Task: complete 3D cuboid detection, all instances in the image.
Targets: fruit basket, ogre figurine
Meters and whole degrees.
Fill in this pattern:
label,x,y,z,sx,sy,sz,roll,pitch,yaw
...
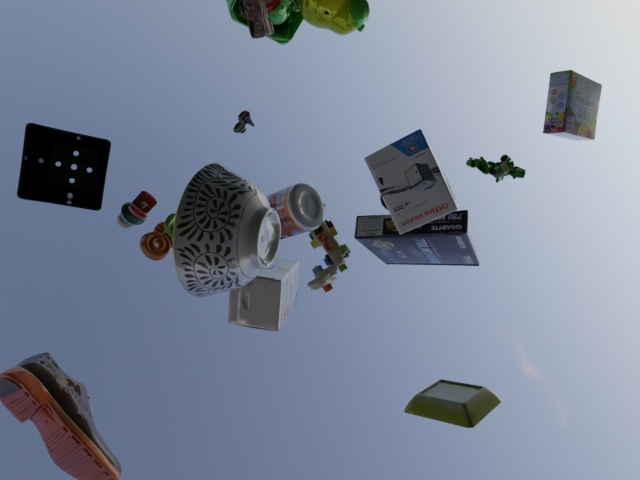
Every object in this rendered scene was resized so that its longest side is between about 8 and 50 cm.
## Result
label,x,y,z,sx,sy,sz,roll,pitch,yaw
fruit basket,-0.047,-0.695,1.133,0.283,0.392,0.392,-4,-120,-55
ogre figurine,0.622,-0.252,1.501,0.118,0.197,0.097,-7,-86,-51

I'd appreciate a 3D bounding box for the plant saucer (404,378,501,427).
label,x,y,z,sx,sy,sz,roll,pitch,yaw
plant saucer,0.342,0.412,1.119,0.188,0.188,0.045,-6,-89,-46

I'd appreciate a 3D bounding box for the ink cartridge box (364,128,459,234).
label,x,y,z,sx,sy,sz,roll,pitch,yaw
ink cartridge box,0.204,-0.129,0.955,0.190,0.139,0.082,65,-159,1

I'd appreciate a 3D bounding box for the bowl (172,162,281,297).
label,x,y,z,sx,sy,sz,roll,pitch,yaw
bowl,-0.099,-0.007,0.531,0.080,0.170,0.170,9,-131,15

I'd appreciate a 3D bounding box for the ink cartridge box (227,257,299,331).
label,x,y,z,sx,sy,sz,roll,pitch,yaw
ink cartridge box,-0.178,0.166,1.401,0.168,0.171,0.233,7,-167,11

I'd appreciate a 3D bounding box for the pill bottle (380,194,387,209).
label,x,y,z,sx,sy,sz,roll,pitch,yaw
pill bottle,0.320,-0.183,1.653,0.123,0.123,0.219,51,-141,10

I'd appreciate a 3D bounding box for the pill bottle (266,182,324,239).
label,x,y,z,sx,sy,sz,roll,pitch,yaw
pill bottle,-0.106,-0.063,1.096,0.121,0.216,0.121,17,-114,-45

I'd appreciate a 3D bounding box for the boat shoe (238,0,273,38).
label,x,y,z,sx,sy,sz,roll,pitch,yaw
boat shoe,-0.164,-0.557,1.031,0.060,0.178,0.064,-29,-110,-2

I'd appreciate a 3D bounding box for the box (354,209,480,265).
label,x,y,z,sx,sy,sz,roll,pitch,yaw
box,0.283,0.003,1.213,0.295,0.293,0.073,37,-122,-59

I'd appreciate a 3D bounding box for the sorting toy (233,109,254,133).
label,x,y,z,sx,sy,sz,roll,pitch,yaw
sorting toy,-0.257,-0.399,1.470,0.042,0.061,0.102,43,-131,-46

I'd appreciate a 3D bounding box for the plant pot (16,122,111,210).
label,x,y,z,sx,sy,sz,roll,pitch,yaw
plant pot,-0.672,-0.194,1.152,0.187,0.167,0.188,9,-84,-24

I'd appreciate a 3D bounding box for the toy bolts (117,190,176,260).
label,x,y,z,sx,sy,sz,roll,pitch,yaw
toy bolts,-0.604,-0.029,1.480,0.228,0.158,0.218,47,-143,-20

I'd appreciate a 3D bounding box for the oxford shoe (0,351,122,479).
label,x,y,z,sx,sy,sz,roll,pitch,yaw
oxford shoe,-0.572,0.416,1.003,0.363,0.130,0.133,56,-159,-7

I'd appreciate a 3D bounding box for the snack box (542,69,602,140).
label,x,y,z,sx,sy,sz,roll,pitch,yaw
snack box,0.442,-0.231,0.750,0.141,0.037,0.100,-5,-80,-39

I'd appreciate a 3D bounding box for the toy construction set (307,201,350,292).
label,x,y,z,sx,sy,sz,roll,pitch,yaw
toy construction set,0.000,0.000,1.366,0.151,0.215,0.327,-18,-98,9
